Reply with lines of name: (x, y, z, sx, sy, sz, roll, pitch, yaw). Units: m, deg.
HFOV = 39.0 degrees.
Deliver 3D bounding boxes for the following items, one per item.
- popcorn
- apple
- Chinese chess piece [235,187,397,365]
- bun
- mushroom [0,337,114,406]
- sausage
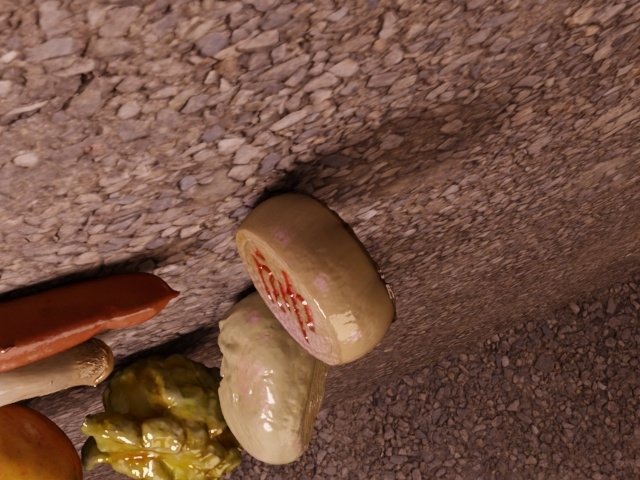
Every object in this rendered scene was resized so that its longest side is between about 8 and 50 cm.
popcorn: (-0.309, 0.361, 1.832, 0.335, 0.279, 0.274, 35, 132, -20)
apple: (-0.613, 0.438, 1.688, 0.299, 0.275, 0.299, -35, 169, -8)
Chinese chess piece: (-0.009, 0.055, 1.330, 0.112, 0.270, 0.270, -37, 167, -18)
bun: (-0.096, 0.243, 1.752, 0.213, 0.360, 0.361, 10, 166, 9)
mushroom: (-0.502, 0.221, 1.465, 0.351, 0.094, 0.123, -5, 172, -44)
sausage: (-0.374, 0.112, 1.308, 0.349, 0.094, 0.097, -18, 175, -25)
